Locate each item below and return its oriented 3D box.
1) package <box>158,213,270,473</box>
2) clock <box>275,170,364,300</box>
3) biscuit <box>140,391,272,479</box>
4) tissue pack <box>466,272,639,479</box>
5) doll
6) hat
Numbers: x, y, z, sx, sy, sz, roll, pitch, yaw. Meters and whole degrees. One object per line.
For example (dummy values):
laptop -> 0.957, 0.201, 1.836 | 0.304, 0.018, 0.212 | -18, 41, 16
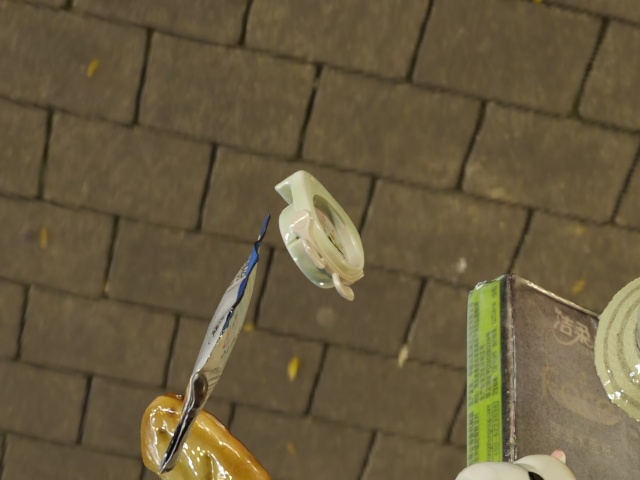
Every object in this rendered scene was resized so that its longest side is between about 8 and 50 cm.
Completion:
package -> -0.083, 0.082, 1.134 | 0.027, 0.171, 0.173 | 22, 118, -1
clock -> 0.000, 0.000, 1.954 | 0.062, 0.191, 0.151 | -31, 122, 17
biscuit -> -0.123, 0.319, 1.771 | 0.299, 0.045, 0.154 | 44, 132, 16
tissue pack -> 0.344, 0.276, 2.044 | 0.288, 0.394, 0.124 | 26, 142, -31
doll -> 0.251, 0.327, 1.748 | 0.181, 0.110, 0.107 | 2, 146, -43
hat -> 0.444, 0.102, 1.681 | 0.252, 0.252, 0.110 | -15, 141, 11
